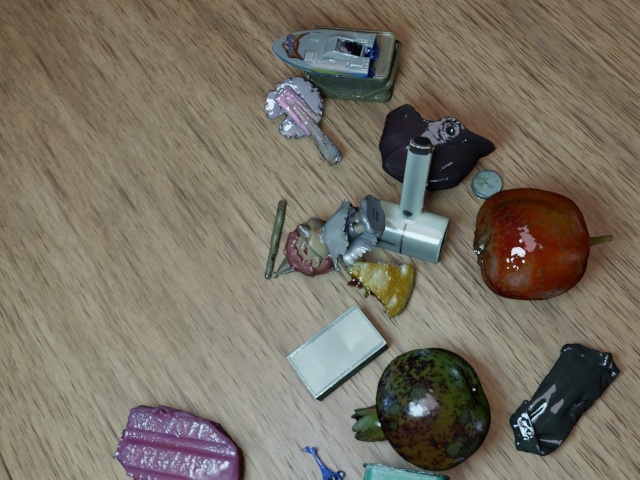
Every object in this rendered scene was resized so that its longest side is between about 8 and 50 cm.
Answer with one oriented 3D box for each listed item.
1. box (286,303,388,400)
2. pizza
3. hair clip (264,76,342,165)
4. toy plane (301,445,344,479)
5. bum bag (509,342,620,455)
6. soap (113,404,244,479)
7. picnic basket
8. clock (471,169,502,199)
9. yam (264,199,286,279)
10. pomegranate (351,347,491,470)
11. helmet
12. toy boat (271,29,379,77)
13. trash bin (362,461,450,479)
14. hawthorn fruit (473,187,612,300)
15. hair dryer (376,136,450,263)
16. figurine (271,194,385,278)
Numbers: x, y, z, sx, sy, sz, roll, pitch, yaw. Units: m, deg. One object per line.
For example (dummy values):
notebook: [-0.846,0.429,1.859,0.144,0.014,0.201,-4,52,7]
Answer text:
box: [0.045,0.287,1.649,0.225,0.086,0.129,-37,69,-4]
pizza: [0.146,0.110,1.682,0.193,0.069,0.154,25,76,-9]
hair clip: [-0.033,-0.333,1.862,0.173,0.069,0.300,-41,78,18]
toy plane: [0.014,0.573,1.582,0.062,0.054,0.167,-44,69,21]
bum bag: [0.569,0.373,1.539,0.142,0.080,0.326,43,80,12]
soap: [-0.340,0.538,1.610,0.324,0.127,0.220,9,74,12]
picnic basket: [0.097,-0.511,1.877,0.266,0.139,0.165,8,73,12]
clock: [0.454,-0.152,1.761,0.085,0.017,0.085,-3,71,9]
yam: [-0.128,-0.003,1.807,0.029,0.027,0.234,7,71,11]
pomegranate: [0.216,0.405,1.510,0.340,0.285,0.285,-30,66,31]
helmet: [0.288,-0.221,1.705,0.305,0.225,0.177,24,82,16]
toy boat: [0.005,-0.518,1.773,0.295,0.088,0.129,10,74,12]
trash bin: [0.159,0.693,1.398,0.259,0.295,0.381,5,67,11]
hawthorn fruit: [0.540,0.008,1.569,0.330,0.287,0.287,-4,71,2]
hair dryer: [0.236,-0.115,1.622,0.203,0.362,0.128,17,42,16]
figurine: [0.000,0.000,1.673,0.386,0.166,0.207,-24,50,39]
